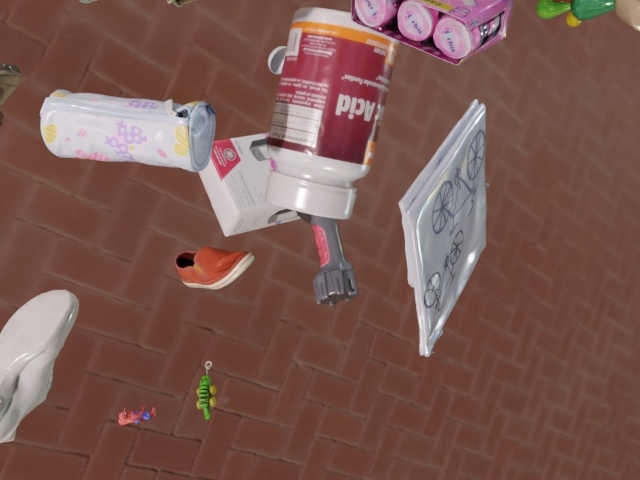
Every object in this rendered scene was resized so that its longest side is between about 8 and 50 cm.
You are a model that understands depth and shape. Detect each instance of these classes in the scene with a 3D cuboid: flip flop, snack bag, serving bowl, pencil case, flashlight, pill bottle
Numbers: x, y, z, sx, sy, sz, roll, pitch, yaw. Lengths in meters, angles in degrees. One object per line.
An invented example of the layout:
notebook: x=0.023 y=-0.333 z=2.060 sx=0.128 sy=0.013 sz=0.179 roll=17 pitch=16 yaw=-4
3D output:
flip flop: x=-0.598 y=-0.208 z=1.115 sx=0.080 sy=0.277 sz=0.112 roll=58 pitch=25 yaw=8
snack bag: x=0.224 y=-0.020 z=1.123 sx=0.323 sy=0.037 sz=0.342 roll=-53 pitch=144 yaw=-37
serving bowl: x=-0.117 y=-0.515 z=1.832 sx=0.083 sy=0.027 sz=0.083 roll=-31 pitch=149 yaw=-22
pencil case: x=-0.309 y=-0.179 z=1.048 sx=0.124 sy=0.273 sz=0.113 roll=36 pitch=62 yaw=-76
flashlight: x=0.000 y=0.000 z=1.502 sx=0.103 sy=0.103 sz=0.304 roll=3 pitch=63 yaw=-27
pill bottle: x=0.014 y=-0.255 z=1.339 sx=0.224 sy=0.224 sz=0.392 roll=5 pitch=102 yaw=-37

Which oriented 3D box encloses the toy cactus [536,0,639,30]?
toy cactus: x=0.384 y=-0.315 z=0.795 sx=0.180 sy=0.219 sz=0.112 roll=-78 pitch=160 yaw=-51

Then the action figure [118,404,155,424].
action figure: x=-0.303 y=0.285 z=1.057 sx=0.038 sy=0.115 sz=0.030 roll=-13 pitch=78 yaw=1

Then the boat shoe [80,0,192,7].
boat shoe: x=-0.202 y=-0.385 z=0.904 sx=0.302 sy=0.113 sz=0.103 roll=-22 pitch=103 yaw=-2

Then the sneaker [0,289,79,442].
sneaker: x=-0.379 y=0.166 z=0.852 sx=0.212 sy=0.080 sz=0.094 roll=-59 pitch=148 yaw=-14

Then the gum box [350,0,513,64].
gum box: x=0.145 y=-0.298 z=0.834 sx=0.107 sy=0.188 sz=0.062 roll=-36 pitch=145 yaw=-31

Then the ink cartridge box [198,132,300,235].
ink cartridge box: x=-0.142 y=-0.163 z=1.718 sx=0.306 sy=0.131 sz=0.226 roll=-16 pitch=70 yaw=-29

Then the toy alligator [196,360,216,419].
toy alligator: x=-0.362 y=0.463 z=2.032 sx=0.051 sy=0.056 sz=0.189 roll=56 pitch=25 yaw=-58

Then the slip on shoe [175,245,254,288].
slip on shoe: x=-0.311 y=0.068 z=1.842 sx=0.123 sy=0.331 sz=0.101 roll=-49 pitch=117 yaw=-33
